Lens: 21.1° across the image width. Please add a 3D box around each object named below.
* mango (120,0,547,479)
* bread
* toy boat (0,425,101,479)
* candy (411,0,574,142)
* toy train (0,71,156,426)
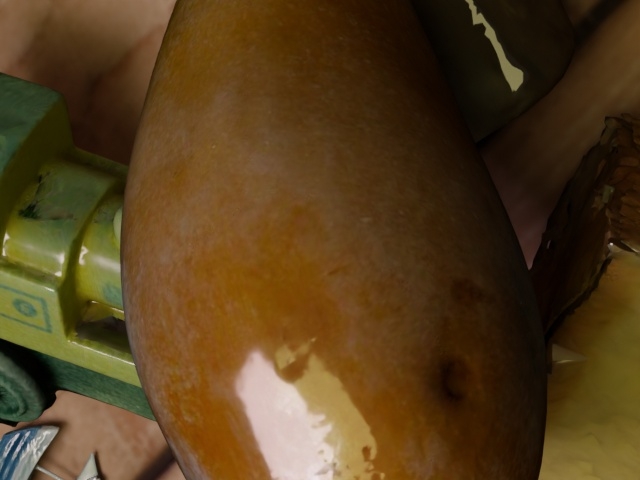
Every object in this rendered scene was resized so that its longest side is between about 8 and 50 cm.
[{"bbox_3d":[0.000,0.000,0.858,0.199,0.221,0.384,-14,74,16],"label":"mango"},{"bbox_3d":[0.198,0.115,0.950,0.248,0.279,0.315,20,103,5],"label":"bread"},{"bbox_3d":[-0.191,0.202,1.284,0.149,0.034,0.105,45,117,-11],"label":"toy boat"},{"bbox_3d":[0.044,-0.090,1.020,0.234,0.102,0.104,-33,93,38],"label":"candy"},{"bbox_3d":[-0.109,0.038,1.074,0.369,0.150,0.237,18,144,14],"label":"toy train"}]
